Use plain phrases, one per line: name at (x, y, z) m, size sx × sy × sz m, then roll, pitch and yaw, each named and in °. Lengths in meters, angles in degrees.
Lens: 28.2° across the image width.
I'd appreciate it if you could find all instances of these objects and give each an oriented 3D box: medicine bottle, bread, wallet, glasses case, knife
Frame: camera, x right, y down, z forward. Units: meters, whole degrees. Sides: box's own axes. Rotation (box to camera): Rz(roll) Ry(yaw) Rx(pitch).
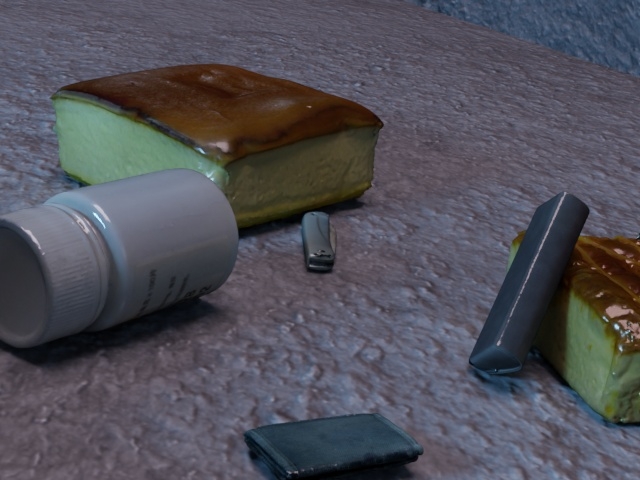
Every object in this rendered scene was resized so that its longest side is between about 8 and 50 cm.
medicine bottle at (-0.208, 0.013, 1.248) m, size 0.144 × 0.145 × 0.252 m, roll 20°, pitch 21°, yaw 31°
bread at (0.318, 0.079, 1.304) m, size 0.184 × 0.114 × 0.275 m, roll 2°, pitch 22°, yaw -14°
wallet at (0.009, 0.172, 1.056) m, size 0.129 × 0.026 × 0.088 m, roll -5°, pitch 19°, yaw -28°
glasses case at (0.208, 0.042, 1.270) m, size 0.042 × 0.191 × 0.072 m, roll 32°, pitch -22°, yaw -13°
bread at (-0.134, -0.134, 1.684) m, size 0.323 × 0.143 × 0.333 m, roll 20°, pitch 24°, yaw 35°
knife at (0.000, 0.000, 1.536) m, size 0.044 × 0.023 × 0.162 m, roll 9°, pitch 19°, yaw -6°
